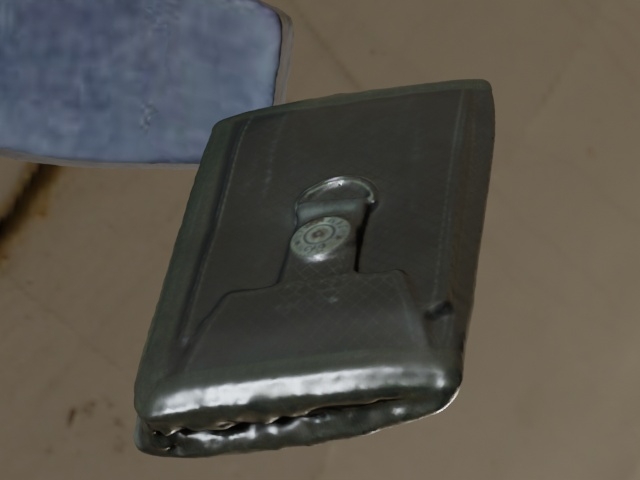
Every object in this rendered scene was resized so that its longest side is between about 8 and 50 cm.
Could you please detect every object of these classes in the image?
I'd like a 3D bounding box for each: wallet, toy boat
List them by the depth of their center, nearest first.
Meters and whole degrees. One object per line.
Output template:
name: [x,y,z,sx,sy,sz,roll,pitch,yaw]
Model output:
wallet: [0.000,0.000,0.906,0.245,0.168,0.052,-79,-29,-48]
toy boat: [-0.155,-0.106,1.065,0.283,0.078,0.127,6,-81,-9]
